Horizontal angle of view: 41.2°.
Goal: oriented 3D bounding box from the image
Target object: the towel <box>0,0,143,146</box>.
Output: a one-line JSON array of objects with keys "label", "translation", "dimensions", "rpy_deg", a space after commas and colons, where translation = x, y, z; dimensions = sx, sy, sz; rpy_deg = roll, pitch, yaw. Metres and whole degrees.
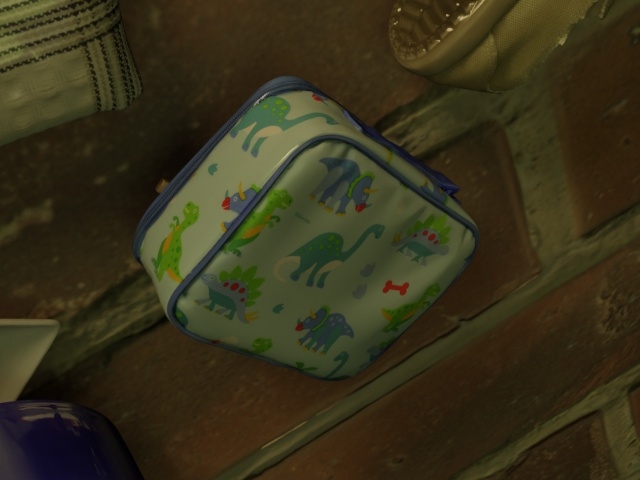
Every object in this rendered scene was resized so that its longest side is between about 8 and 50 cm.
[{"label": "towel", "translation": [-0.264, -0.144, 0.359], "dimensions": [0.324, 0.056, 0.312], "rpy_deg": [-19, 133, -13]}]

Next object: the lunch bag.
[{"label": "lunch bag", "translation": [0.000, 0.000, 0.587], "dimensions": [0.176, 0.090, 0.219], "rpy_deg": [-48, 138, 13]}]

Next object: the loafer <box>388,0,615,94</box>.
[{"label": "loafer", "translation": [0.159, -0.195, 0.524], "dimensions": [0.268, 0.102, 0.092], "rpy_deg": [-42, 136, 21]}]

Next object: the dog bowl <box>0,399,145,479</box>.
[{"label": "dog bowl", "translation": [-0.247, 0.236, 0.608], "dimensions": [0.265, 0.104, 0.265], "rpy_deg": [-24, 146, -17]}]

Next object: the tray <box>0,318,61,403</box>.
[{"label": "tray", "translation": [-0.301, 0.093, 0.506], "dimensions": [0.270, 0.030, 0.145], "rpy_deg": [8, 124, -54]}]

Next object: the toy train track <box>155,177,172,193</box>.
[{"label": "toy train track", "translation": [-0.075, -0.024, 0.590], "dimensions": [0.083, 0.014, 0.048], "rpy_deg": [19, 115, -39]}]
